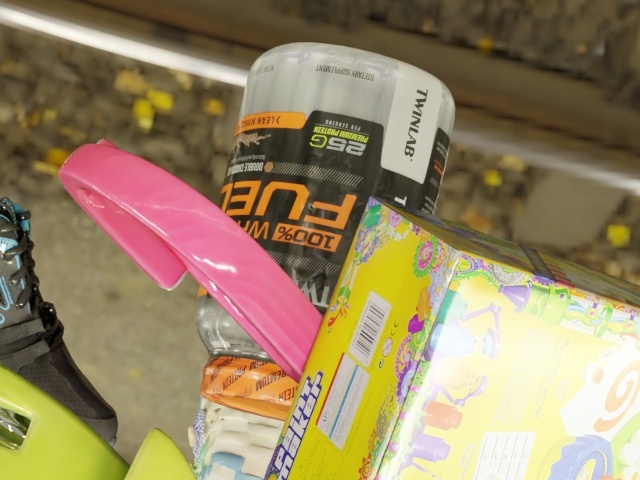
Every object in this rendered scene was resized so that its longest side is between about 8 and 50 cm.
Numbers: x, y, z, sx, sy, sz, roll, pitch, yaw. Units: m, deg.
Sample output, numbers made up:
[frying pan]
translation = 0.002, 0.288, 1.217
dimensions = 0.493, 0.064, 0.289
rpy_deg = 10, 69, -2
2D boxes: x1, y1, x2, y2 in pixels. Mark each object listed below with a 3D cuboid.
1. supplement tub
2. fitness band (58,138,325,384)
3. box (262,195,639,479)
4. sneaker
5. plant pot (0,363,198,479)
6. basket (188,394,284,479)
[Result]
[supplement tub]
translation = 0.000, 0.000, 1.796
dimensions = 0.207, 0.338, 0.207
rpy_deg = 11, 168, 2
[fitness band]
translation = -0.090, 0.019, 1.460
dimensions = 0.209, 0.054, 0.291
rpy_deg = 33, 169, 40
[box]
translation = 0.134, 0.157, 1.396
dimensions = 0.279, 0.290, 0.177
rpy_deg = 18, -173, -23
[sneaker]
translation = -0.280, 0.046, 1.586
dimensions = 0.139, 0.125, 0.341
rpy_deg = -43, 99, 6
[plant pot]
translation = -0.166, 0.201, 0.944
dimensions = 0.207, 0.227, 0.228
rpy_deg = 14, 146, 16
[basket]
translation = -0.030, 0.195, 2.015
dimensions = 0.201, 0.289, 0.255
rpy_deg = 16, 140, 9
